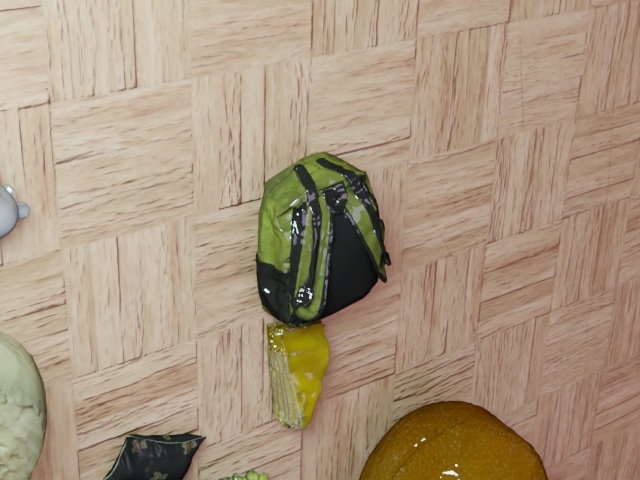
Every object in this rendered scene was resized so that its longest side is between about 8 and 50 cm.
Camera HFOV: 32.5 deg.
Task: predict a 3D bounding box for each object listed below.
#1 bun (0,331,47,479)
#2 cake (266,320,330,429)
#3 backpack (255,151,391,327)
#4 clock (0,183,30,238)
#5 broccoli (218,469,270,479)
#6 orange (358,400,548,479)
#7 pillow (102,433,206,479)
[{"bbox_3d":[-0.494,0.222,1.256,0.359,0.211,0.360,-29,145,-23],"label":"bun"},{"bbox_3d":[-0.049,0.212,1.723,0.116,0.079,0.185,15,105,-46],"label":"cake"},{"bbox_3d":[0.000,0.000,1.613,0.207,0.140,0.253,-27,130,-30],"label":"backpack"},{"bbox_3d":[-0.429,-0.046,1.276,0.117,0.080,0.176,-50,134,-8],"label":"clock"},{"bbox_3d":[-0.159,0.528,1.699,0.334,0.272,0.324,35,47,-37],"label":"broccoli"},{"bbox_3d":[0.220,0.463,1.902,0.322,0.322,0.357,26,99,-44],"label":"orange"},{"bbox_3d":[-0.245,0.327,1.634,0.150,0.048,0.090,11,101,-45],"label":"pillow"}]
